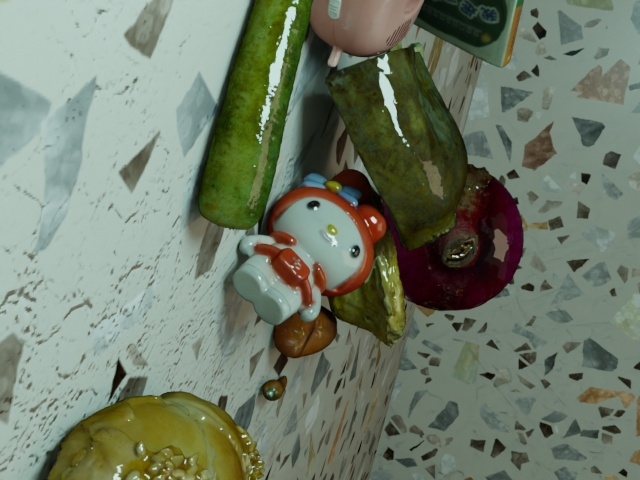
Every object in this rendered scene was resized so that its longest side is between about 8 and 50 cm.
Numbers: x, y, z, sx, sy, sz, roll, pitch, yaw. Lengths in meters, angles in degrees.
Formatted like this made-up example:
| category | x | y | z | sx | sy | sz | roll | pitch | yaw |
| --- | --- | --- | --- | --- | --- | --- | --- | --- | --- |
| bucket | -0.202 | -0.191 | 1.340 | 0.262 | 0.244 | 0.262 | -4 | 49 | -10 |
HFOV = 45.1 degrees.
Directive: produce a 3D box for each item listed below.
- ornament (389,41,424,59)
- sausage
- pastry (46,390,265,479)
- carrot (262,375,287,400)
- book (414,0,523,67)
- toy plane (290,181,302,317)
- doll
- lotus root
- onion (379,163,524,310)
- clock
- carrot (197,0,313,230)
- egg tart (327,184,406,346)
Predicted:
| category | x | y | z | sx | sy | sz | roll | pitch | yaw |
| --- | --- | --- | --- | --- | --- | --- | --- | --- | --- |
| ornament | 0.133 | -0.263 | 1.450 | 0.180 | 0.059 | 0.201 | 80 | 33 | -63 |
| sausage | -0.026 | 0.146 | 1.267 | 0.179 | 0.089 | 0.089 | 1 | 105 | -72 |
| pastry | -0.158 | 0.278 | 0.744 | 0.311 | 0.162 | 0.255 | 10 | 95 | -77 |
| carrot | -0.074 | 0.246 | 1.287 | 0.142 | 0.035 | 0.035 | 27 | 80 | -83 |
| book | 0.173 | -0.435 | 1.006 | 0.043 | 0.260 | 0.371 | -35 | 147 | -26 |
| toy plane | -0.027 | 0.024 | 1.136 | 0.194 | 0.077 | 0.126 | -58 | 153 | -22 |
| doll | 0.000 | 0.000 | 1.027 | 0.290 | 0.161 | 0.130 | -42 | 176 | -44 |
| lotus root | 0.129 | -0.127 | 1.096 | 0.267 | 0.149 | 0.260 | -34 | 100 | -79 |
| onion | 0.275 | -0.002 | 1.644 | 0.385 | 0.348 | 0.347 | -74 | 178 | -81 |
| clock | 0.082 | -0.334 | 0.963 | 0.227 | 0.142 | 0.241 | -53 | 166 | -40 |
| carrot | -0.052 | -0.185 | 0.795 | 0.074 | 0.074 | 0.358 | 15 | 90 | -76 |
| egg tart | 0.059 | 0.044 | 1.281 | 0.295 | 0.116 | 0.294 | 166 | -90 | -87 |
